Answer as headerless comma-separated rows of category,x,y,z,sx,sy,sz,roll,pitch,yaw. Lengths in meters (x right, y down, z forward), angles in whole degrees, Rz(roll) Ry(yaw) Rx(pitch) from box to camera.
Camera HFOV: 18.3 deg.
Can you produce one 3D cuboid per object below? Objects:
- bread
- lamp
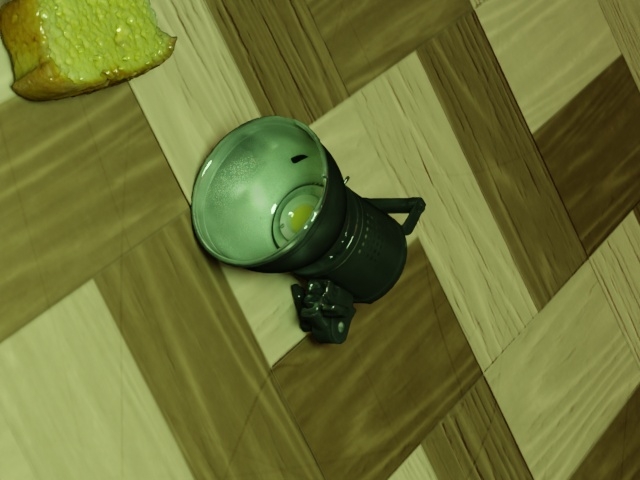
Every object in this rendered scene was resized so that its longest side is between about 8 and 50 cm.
bread,-0.204,-0.178,1.716,0.187,0.065,0.103,-31,98,-54
lamp,0.000,0.000,1.866,0.227,0.147,0.172,34,60,-51
